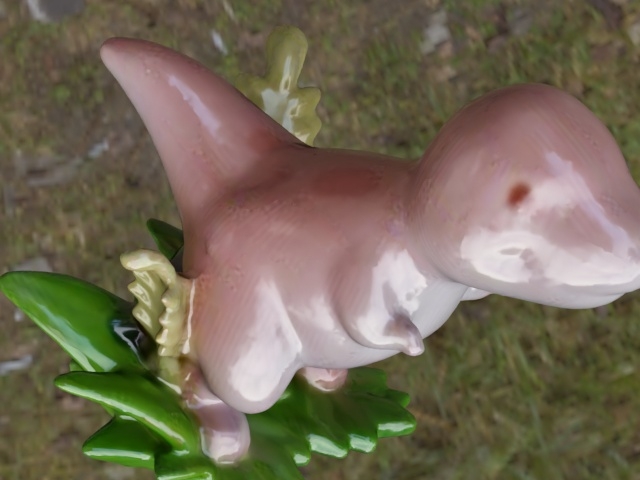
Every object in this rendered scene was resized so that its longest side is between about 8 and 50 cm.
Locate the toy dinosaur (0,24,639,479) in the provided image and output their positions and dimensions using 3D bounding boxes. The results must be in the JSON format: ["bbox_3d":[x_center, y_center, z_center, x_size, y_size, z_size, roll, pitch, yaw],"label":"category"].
[{"bbox_3d":[-0.006,0.001,0.546,0.152,0.194,0.177,-16,142,-43],"label":"toy dinosaur"}]
